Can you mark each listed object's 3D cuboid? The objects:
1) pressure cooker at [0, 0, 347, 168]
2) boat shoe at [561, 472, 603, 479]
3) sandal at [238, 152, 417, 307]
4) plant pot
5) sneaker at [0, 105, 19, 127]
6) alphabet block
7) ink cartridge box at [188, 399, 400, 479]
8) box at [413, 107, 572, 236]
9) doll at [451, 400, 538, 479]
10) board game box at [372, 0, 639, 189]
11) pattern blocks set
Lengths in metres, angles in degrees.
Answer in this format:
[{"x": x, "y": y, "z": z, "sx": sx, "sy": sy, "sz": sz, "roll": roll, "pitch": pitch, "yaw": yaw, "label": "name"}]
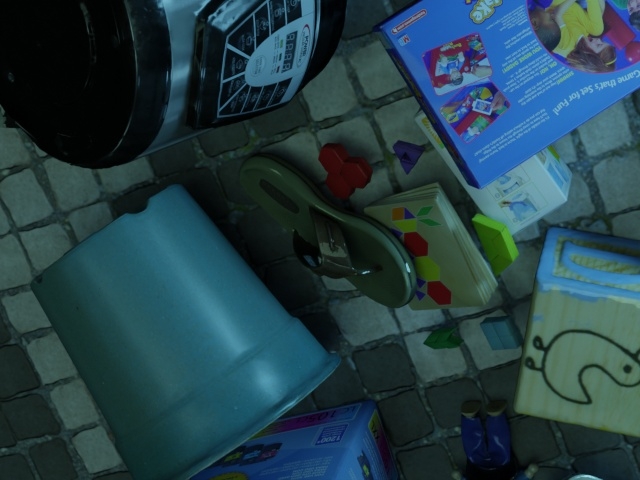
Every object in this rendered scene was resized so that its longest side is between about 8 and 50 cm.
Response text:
[{"x": -0.173, "y": -0.314, "z": 1.758, "sx": 0.369, "sy": 0.420, "sz": 0.376, "roll": -15, "pitch": 98, "yaw": 49, "label": "pressure cooker"}, {"x": 0.456, "y": 0.431, "z": 2.066, "sx": 0.305, "sy": 0.091, "sz": 0.109, "roll": 33, "pitch": 74, "yaw": -5, "label": "boat shoe"}, {"x": -0.001, "y": 0.000, "z": 1.981, "sx": 0.302, "sy": 0.086, "sz": 0.120, "roll": 36, "pitch": 140, "yaw": 11, "label": "sandal"}, {"x": -0.206, "y": 0.125, "z": 2.001, "sx": 0.341, "sy": 0.341, "sz": 0.334, "roll": -34, "pitch": 92, "yaw": 24, "label": "plant pot"}, {"x": -0.430, "y": -0.201, "z": 2.014, "sx": 0.330, "sy": 0.146, "sz": 0.123, "roll": 7, "pitch": 112, "yaw": 11, "label": "sneaker"}, {"x": 0.366, "y": 0.117, "z": 1.906, "sx": 0.192, "sy": 0.193, "sz": 0.197, "roll": 10, "pitch": 114, "yaw": 12, "label": "alphabet block"}, {"x": -0.064, "y": 0.393, "z": 2.017, "sx": 0.270, "sy": 0.395, "sz": 0.151, "roll": -15, "pitch": 107, "yaw": 19, "label": "ink cartridge box"}, {"x": 0.227, "y": -0.122, "z": 1.887, "sx": 0.103, "sy": 0.114, "sz": 0.203, "roll": -33, "pitch": 101, "yaw": 23, "label": "box"}, {"x": 0.252, "y": 0.325, "z": 2.100, "sx": 0.129, "sy": 0.046, "sz": 0.189, "roll": -3, "pitch": 110, "yaw": 17, "label": "doll"}, {"x": 0.272, "y": -0.253, "z": 1.764, "sx": 0.347, "sy": 0.078, "sz": 0.233, "roll": -32, "pitch": 99, "yaw": -1, "label": "board game box"}, {"x": 0.144, "y": 0.010, "z": 1.949, "sx": 0.285, "sy": 0.026, "sz": 0.325, "roll": 3, "pitch": 123, "yaw": 41, "label": "pattern blocks set"}]
